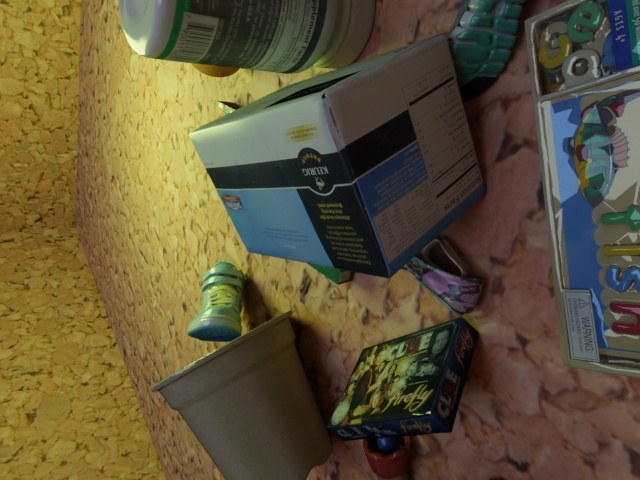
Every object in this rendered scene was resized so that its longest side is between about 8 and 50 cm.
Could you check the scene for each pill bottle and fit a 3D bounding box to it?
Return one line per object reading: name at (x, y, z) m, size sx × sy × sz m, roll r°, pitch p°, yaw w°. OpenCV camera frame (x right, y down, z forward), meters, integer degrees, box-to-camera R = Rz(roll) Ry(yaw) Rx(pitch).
pill bottle at (-0.103, -0.372, 0.706) m, size 0.204 × 0.361 × 0.204 m, roll 15°, pitch 109°, yaw 50°

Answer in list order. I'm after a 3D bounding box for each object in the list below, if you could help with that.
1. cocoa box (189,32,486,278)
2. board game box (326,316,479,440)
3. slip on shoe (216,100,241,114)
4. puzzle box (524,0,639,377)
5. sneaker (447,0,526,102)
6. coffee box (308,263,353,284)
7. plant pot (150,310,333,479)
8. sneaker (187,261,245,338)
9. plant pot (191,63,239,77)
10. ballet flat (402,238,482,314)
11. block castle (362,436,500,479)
cocoa box at (0.013, -0.114, 0.671) m, size 0.347 × 0.231 × 0.228 m, roll 7°, pitch 126°, yaw 52°
board game box at (0.122, 0.221, 0.711) m, size 0.042 × 0.165 × 0.243 m, roll 42°, pitch 140°, yaw -10°
slip on shoe at (-0.215, -0.311, 1.123) m, size 0.135 × 0.051 × 0.041 m, roll 33°, pitch 120°, yaw 35°
puzzle box at (0.356, -0.061, 0.433) m, size 0.272 × 0.052 × 0.408 m, roll -6°, pitch 92°, yaw 52°
sneaker at (0.210, -0.288, 0.579) m, size 0.223 × 0.083 × 0.098 m, roll 110°, pitch 171°, yaw -46°
coffee box at (0.000, 0.000, 0.915) m, size 0.184 × 0.040 × 0.113 m, roll 30°, pitch 121°, yaw 46°
plant pot at (-0.139, 0.365, 0.983) m, size 0.334 × 0.334 × 0.305 m, roll -37°, pitch 80°, yaw 49°
sneaker at (-0.249, 0.140, 1.123) m, size 0.319 × 0.127 × 0.208 m, roll 133°, pitch 142°, yaw -70°
plant pot at (-0.225, -0.471, 0.998) m, size 0.205 × 0.205 × 0.188 m, roll 68°, pitch 156°, yaw 17°
ballet flat at (0.154, 0.027, 0.707) m, size 0.221 × 0.077 × 0.079 m, roll 36°, pitch 106°, yaw 37°
block castle at (0.046, 0.452, 0.618) m, size 0.303 × 0.453 × 0.212 m, roll 5°, pitch 110°, yaw 53°
